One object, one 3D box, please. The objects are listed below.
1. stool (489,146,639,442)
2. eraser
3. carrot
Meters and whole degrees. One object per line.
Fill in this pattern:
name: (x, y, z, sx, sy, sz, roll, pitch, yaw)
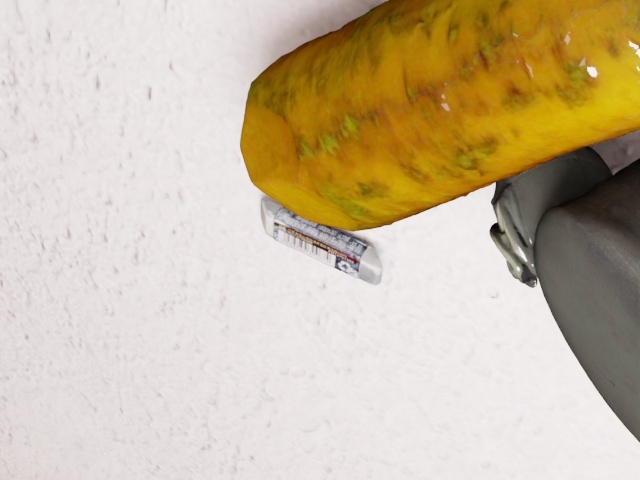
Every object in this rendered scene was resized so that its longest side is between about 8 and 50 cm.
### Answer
stool: (0.183, 0.007, 0.502, 0.228, 0.139, 0.153, 55, 171, 24)
eraser: (0.000, 0.000, 0.703, 0.099, 0.019, 0.027, 24, 148, 14)
carrot: (0.075, -0.078, 0.509, 0.301, 0.114, 0.114, -17, 115, 48)
